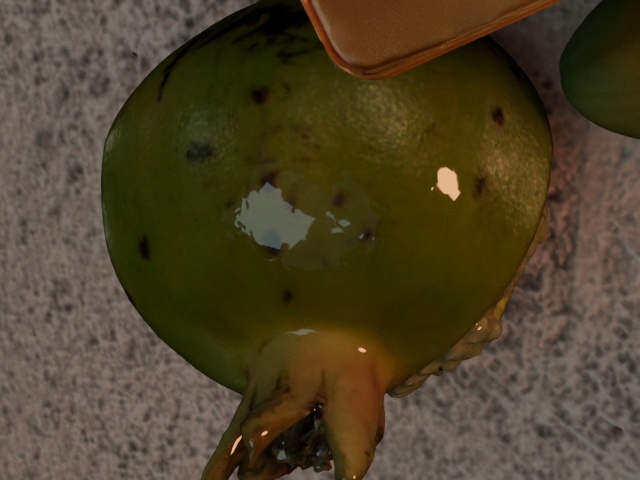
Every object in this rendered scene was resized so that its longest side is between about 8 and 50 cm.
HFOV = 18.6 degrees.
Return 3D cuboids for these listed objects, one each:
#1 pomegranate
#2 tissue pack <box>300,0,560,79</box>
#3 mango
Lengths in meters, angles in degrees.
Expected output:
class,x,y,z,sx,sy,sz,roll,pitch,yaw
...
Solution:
class,x,y,z,sx,sy,sz,roll,pitch,yaw
pomegranate,0.000,0.000,1.102,0.261,0.340,0.260,5,138,4
tissue pack,0.117,-0.199,0.982,0.194,0.274,0.145,-24,96,34
mango,0.221,-0.110,1.049,0.195,0.091,0.130,-15,140,25
